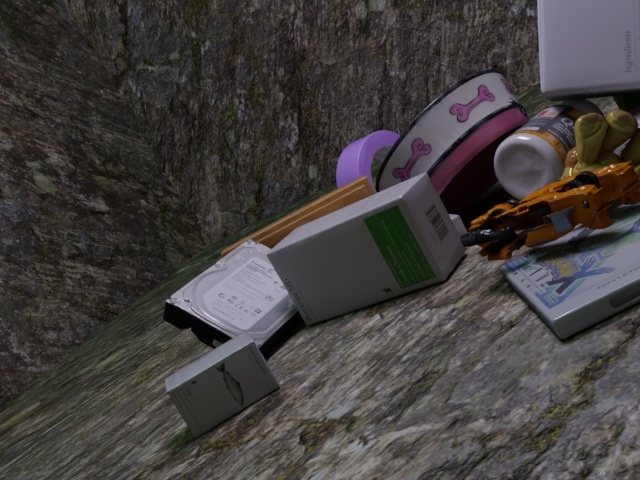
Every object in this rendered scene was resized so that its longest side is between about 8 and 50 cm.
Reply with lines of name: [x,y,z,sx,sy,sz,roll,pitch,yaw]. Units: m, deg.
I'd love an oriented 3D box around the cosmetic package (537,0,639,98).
cosmetic package: [0.696,-0.493,1.808,0.394,0.327,0.329,-2,6,18]

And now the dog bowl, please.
dog bowl: [0.332,-0.204,1.937,0.408,0.150,0.408,-37,-19,-15]

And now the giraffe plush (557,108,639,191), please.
giraffe plush: [0.509,-0.126,1.495,0.210,0.181,0.170,-64,1,-3]

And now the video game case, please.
video game case: [0.436,0.018,1.189,0.300,0.036,0.329,-28,9,5]

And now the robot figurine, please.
robot figurine: [0.370,-0.041,1.338,0.211,0.085,0.291,-29,3,-37]

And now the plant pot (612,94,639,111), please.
plant pot: [0.832,-0.453,2.057,0.228,0.227,0.207,-26,2,19]

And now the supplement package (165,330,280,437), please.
supplement package: [-0.183,0.263,1.493,0.179,0.105,0.105,-31,9,-9]

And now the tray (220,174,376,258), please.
tray: [-0.021,0.020,2.035,0.411,0.203,0.076,-28,9,5]

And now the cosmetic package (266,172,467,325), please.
cosmetic package: [0.093,0.024,1.700,0.365,0.197,0.155,-24,11,35]

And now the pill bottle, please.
pill bottle: [0.521,-0.209,1.805,0.278,0.162,0.162,-36,12,-38]

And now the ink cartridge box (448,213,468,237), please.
ink cartridge box: [0.254,-0.012,1.838,0.104,0.060,0.180,-30,9,-7]

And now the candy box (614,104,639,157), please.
candy box: [0.692,-0.235,1.712,0.159,0.071,0.233,-20,11,34]

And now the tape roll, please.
tape roll: [0.173,-0.155,2.197,0.090,0.275,0.275,-19,13,46]

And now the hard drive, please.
hard drive: [-0.158,0.130,1.820,0.339,0.237,0.064,-38,-29,-53]
